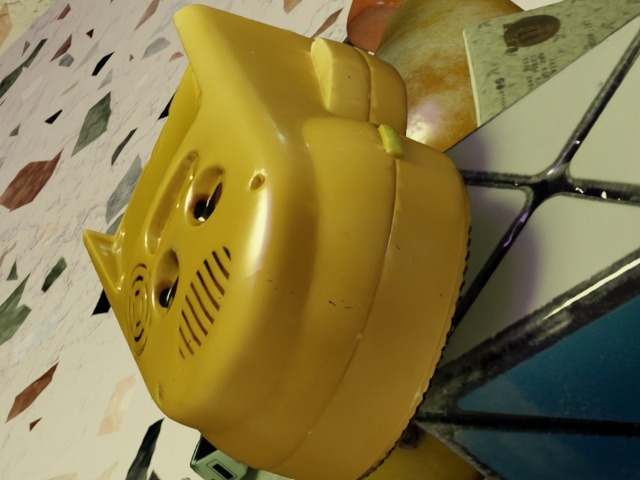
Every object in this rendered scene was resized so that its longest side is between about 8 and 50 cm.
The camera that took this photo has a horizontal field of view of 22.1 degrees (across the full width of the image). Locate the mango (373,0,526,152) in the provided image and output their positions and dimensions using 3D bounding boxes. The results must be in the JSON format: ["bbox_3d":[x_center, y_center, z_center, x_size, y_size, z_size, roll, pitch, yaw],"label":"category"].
[{"bbox_3d":[0.124,-0.121,1.537,0.221,0.199,0.384,-43,25,19],"label":"mango"}]

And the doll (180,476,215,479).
[{"bbox_3d":[-0.116,0.302,1.485,0.221,0.105,0.115,-69,-12,-49],"label":"doll"}]

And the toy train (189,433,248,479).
[{"bbox_3d":[-0.072,0.144,1.695,0.055,0.048,0.252,-38,22,37],"label":"toy train"}]

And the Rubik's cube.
[{"bbox_3d":[0.229,0.036,1.084,0.260,0.259,0.255,-33,31,28],"label":"Rubik's cube"}]

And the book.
[{"bbox_3d":[0.302,-0.144,1.274,0.379,0.031,0.264,-15,35,10],"label":"book"}]

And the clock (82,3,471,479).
[{"bbox_3d":[-0.025,0.013,1.061,0.317,0.200,0.244,-111,41,-61],"label":"clock"}]

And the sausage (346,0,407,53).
[{"bbox_3d":[0.114,-0.343,1.972,0.113,0.113,0.259,-20,40,48],"label":"sausage"}]

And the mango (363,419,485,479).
[{"bbox_3d":[0.074,0.115,1.300,0.142,0.195,0.331,-9,0,10],"label":"mango"}]
